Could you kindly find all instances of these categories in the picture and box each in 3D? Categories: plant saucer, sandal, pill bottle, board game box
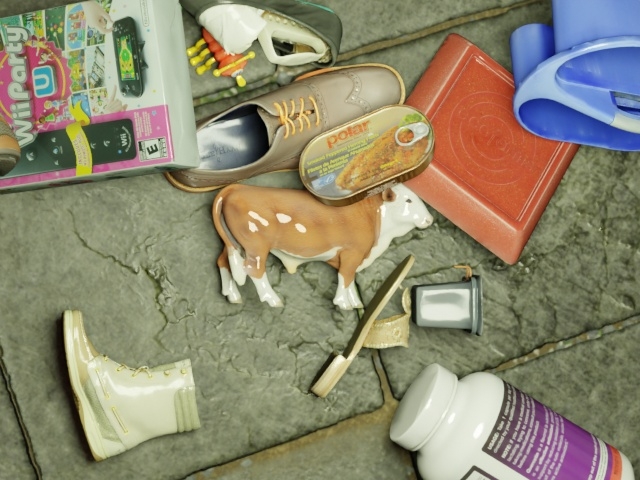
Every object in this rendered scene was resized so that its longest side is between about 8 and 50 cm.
[{"bbox_3d":[0.239,-0.141,1.781,0.258,0.048,0.259,37,64,-8],"label":"plant saucer"},{"bbox_3d":[0.086,0.137,1.772,0.079,0.088,0.240,37,91,-5],"label":"sandal"},{"bbox_3d":[0.264,0.305,1.753,0.323,0.181,0.181,32,84,-8],"label":"pill bottle"},{"bbox_3d":[-0.324,-0.186,1.634,0.303,0.097,0.224,-7,90,19],"label":"board game box"}]

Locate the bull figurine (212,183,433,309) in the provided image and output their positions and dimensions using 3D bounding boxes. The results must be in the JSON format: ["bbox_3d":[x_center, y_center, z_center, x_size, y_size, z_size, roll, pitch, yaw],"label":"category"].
[{"bbox_3d":[0.000,0.000,1.750,0.310,0.101,0.189,3,90,-10],"label":"bull figurine"}]

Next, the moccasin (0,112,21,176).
[{"bbox_3d":[-0.563,-0.066,1.599,0.380,0.139,0.147,-35,79,20],"label":"moccasin"}]

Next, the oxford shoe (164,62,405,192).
[{"bbox_3d":[-0.040,-0.155,1.728,0.363,0.133,0.130,-24,93,-10],"label":"oxford shoe"}]

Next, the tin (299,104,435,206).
[{"bbox_3d":[0.064,-0.114,1.691,0.189,0.040,0.106,-23,69,1],"label":"tin"}]

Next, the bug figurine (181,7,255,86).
[{"bbox_3d":[-0.240,-0.257,1.725,0.279,0.072,0.216,-34,95,-8],"label":"bug figurine"}]

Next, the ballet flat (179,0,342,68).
[{"bbox_3d":[-0.081,-0.295,1.694,0.280,0.095,0.096,9,64,-33],"label":"ballet flat"}]

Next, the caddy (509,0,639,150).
[{"bbox_3d":[0.422,-0.226,1.725,0.341,0.241,0.179,6,62,-23],"label":"caddy"}]

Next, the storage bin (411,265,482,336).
[{"bbox_3d":[0.177,0.085,1.770,0.091,0.135,0.098,0,90,-1],"label":"storage bin"}]

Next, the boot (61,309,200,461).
[{"bbox_3d":[-0.260,0.180,1.714,0.165,0.077,0.213,-15,97,-9],"label":"boot"}]
